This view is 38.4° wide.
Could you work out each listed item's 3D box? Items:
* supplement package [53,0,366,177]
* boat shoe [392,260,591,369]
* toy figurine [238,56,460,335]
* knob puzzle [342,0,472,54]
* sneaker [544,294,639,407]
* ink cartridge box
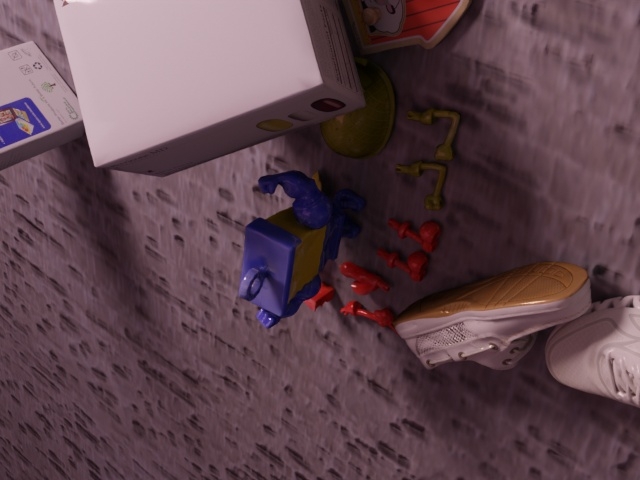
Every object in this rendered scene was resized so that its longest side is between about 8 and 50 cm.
[{"bbox_3d":[-0.116,-0.203,0.971,0.262,0.145,0.203,-17,83,19],"label":"supplement package"},{"bbox_3d":[0.198,0.094,1.016,0.277,0.098,0.096,-20,100,56],"label":"boat shoe"},{"bbox_3d":[0.000,0.000,1.051,0.191,0.217,0.362,33,134,25],"label":"toy figurine"},{"bbox_3d":[0.082,-0.286,0.935,0.213,0.030,0.213,23,128,33],"label":"knob puzzle"},{"bbox_3d":[0.336,0.124,0.884,0.292,0.118,0.110,-3,114,46],"label":"sneaker"},{"bbox_3d":[-0.521,-0.175,1.353,0.165,0.333,0.065,53,138,7],"label":"ink cartridge box"}]
